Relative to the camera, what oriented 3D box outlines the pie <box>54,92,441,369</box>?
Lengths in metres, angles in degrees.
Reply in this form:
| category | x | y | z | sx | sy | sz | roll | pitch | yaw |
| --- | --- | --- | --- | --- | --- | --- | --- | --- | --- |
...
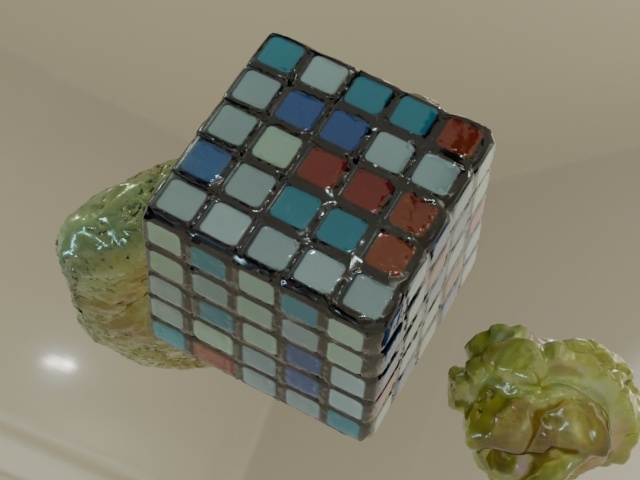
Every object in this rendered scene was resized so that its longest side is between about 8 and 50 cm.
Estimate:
| category | x | y | z | sx | sy | sz | roll | pitch | yaw |
| --- | --- | --- | --- | --- | --- | --- | --- | --- | --- |
| pie | -0.091 | -0.006 | 1.664 | 0.180 | 0.418 | 0.395 | 59 | -24 | 23 |

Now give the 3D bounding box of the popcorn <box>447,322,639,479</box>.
| category | x | y | z | sx | sy | sz | roll | pitch | yaw |
| --- | --- | --- | --- | --- | --- | --- | --- | --- | --- |
| popcorn | 0.164 | 0.121 | 1.141 | 0.125 | 0.126 | 0.145 | -25 | -46 | 33 |

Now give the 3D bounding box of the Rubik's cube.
| category | x | y | z | sx | sy | sz | roll | pitch | yaw |
| --- | --- | --- | --- | --- | --- | --- | --- | --- | --- |
| Rubik's cube | 0.000 | 0.000 | 1.109 | 0.187 | 0.182 | 0.184 | 27 | -29 | 12 |
